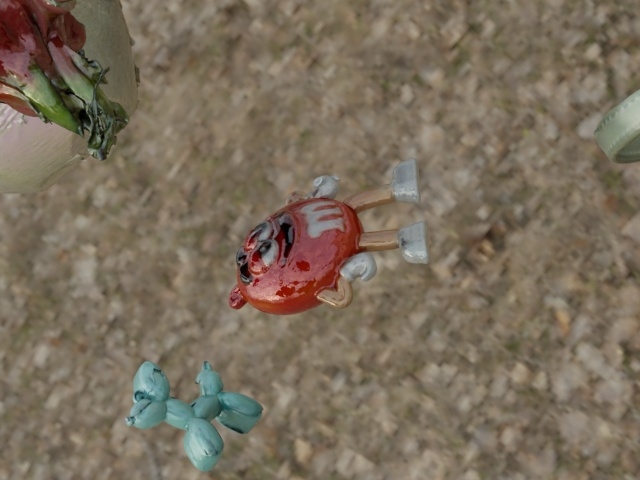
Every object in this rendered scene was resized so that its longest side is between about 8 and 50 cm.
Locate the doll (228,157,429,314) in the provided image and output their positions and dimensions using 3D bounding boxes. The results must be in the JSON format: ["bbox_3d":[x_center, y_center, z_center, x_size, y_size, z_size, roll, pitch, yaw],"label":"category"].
[{"bbox_3d":[0.000,0.000,1.455,0.217,0.085,0.183,-22,38,13],"label":"doll"}]

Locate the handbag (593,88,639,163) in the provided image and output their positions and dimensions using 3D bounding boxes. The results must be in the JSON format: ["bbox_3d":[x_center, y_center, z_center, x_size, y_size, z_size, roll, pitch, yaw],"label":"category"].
[{"bbox_3d":[0.233,-0.096,0.615,0.219,0.256,0.079,-38,76,44],"label":"handbag"}]

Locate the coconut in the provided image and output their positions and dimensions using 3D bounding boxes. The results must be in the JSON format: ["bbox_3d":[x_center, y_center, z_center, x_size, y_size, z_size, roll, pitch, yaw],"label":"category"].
[{"bbox_3d":[-0.287,-0.168,1.453,0.230,0.227,0.227,-36,39,14],"label":"coconut"}]

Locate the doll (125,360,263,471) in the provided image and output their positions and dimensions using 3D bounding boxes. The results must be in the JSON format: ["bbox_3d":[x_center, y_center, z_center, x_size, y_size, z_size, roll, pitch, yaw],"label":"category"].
[{"bbox_3d":[-0.171,0.215,1.890,0.159,0.158,0.059,-33,-19,-44],"label":"doll"}]

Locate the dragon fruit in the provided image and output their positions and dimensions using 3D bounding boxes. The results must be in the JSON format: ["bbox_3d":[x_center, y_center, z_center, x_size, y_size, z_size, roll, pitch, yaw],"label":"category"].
[{"bbox_3d":[-0.220,-0.134,0.987,0.137,0.135,0.236,-33,79,4],"label":"dragon fruit"}]
